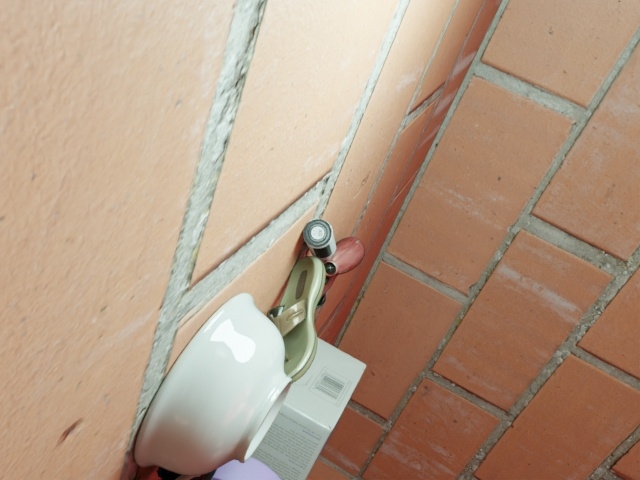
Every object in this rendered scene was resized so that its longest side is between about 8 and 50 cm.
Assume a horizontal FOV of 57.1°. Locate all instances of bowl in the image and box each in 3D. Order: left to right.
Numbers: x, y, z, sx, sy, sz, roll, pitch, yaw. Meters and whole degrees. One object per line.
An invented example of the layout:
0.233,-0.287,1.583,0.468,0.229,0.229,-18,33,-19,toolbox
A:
-0.135,0.240,0.894,0.298,0.134,0.298,-57,169,-18,bowl

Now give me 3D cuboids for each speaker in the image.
0.000,0.000,1.131,0.055,0.055,0.136,-60,170,-9,speaker

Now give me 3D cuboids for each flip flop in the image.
-0.057,0.137,1.074,0.112,0.080,0.277,-17,-134,37,flip flop

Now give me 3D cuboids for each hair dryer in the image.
0.040,0.093,1.510,0.224,0.080,0.293,-58,169,-16,hair dryer

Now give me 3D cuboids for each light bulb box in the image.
-0.085,0.489,1.560,0.361,0.225,0.358,-66,169,21,light bulb box

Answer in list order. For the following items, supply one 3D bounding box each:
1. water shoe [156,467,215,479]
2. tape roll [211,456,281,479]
-0.231,0.382,0.938,0.203,0.080,0.073,-18,120,-75,water shoe
-0.176,0.537,1.089,0.275,0.274,0.090,-64,169,18,tape roll
